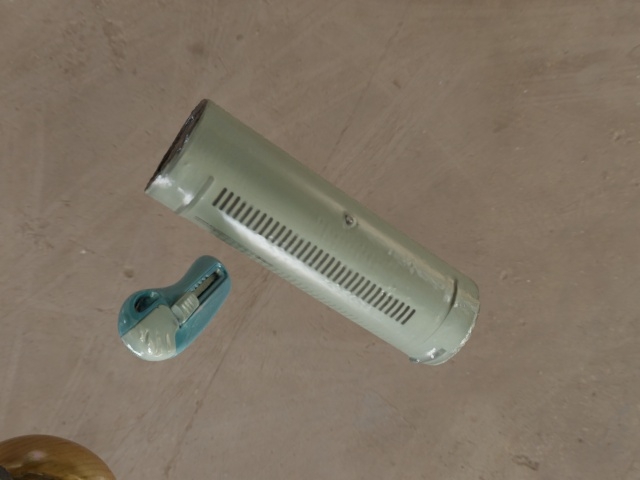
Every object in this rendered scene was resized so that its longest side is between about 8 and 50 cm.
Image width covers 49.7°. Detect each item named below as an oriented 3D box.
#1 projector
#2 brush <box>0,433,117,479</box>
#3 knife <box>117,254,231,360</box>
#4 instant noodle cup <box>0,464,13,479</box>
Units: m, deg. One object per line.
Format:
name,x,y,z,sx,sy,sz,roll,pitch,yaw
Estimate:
projector,0.000,0.000,0.674,0.337,0.108,0.108,33,88,-18
brush,-0.292,0.317,0.616,0.174,0.166,0.267,40,94,-23
knife,-0.123,0.053,0.632,0.031,0.222,0.064,-36,95,15
instant noodle cup,-0.230,0.237,0.347,0.251,0.251,0.190,-7,112,-3
